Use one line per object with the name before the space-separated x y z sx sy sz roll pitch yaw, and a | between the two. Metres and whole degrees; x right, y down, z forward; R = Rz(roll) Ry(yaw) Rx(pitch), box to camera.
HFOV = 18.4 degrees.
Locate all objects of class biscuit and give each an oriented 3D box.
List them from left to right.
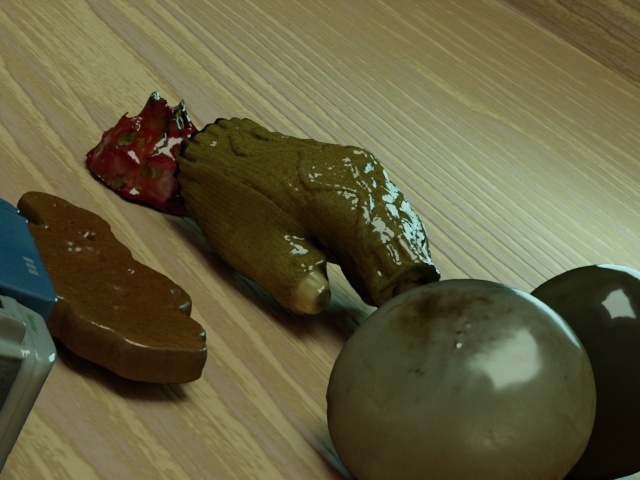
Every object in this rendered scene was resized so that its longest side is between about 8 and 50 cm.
biscuit | -0.219 0.038 1.737 0.202 0.047 0.334 6 22 -43

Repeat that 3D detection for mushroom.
mushroom | 0.117 0.137 1.657 0.226 0.178 0.226 -4 50 4

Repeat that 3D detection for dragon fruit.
dragon fruit | -0.162 -0.103 2.132 0.153 0.111 0.153 23 19 -9

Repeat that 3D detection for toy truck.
toy truck | -0.300 0.044 1.450 0.175 0.146 0.367 20 17 -24

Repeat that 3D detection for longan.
longan | 0.252 0.126 1.814 0.196 0.196 0.220 30 -16 22

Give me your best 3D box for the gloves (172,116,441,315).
gloves | 0.000 -0.017 1.992 0.203 0.155 0.356 -10 40 -47
